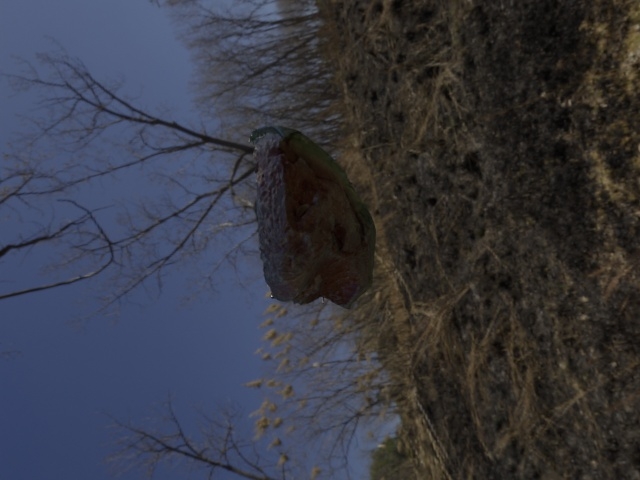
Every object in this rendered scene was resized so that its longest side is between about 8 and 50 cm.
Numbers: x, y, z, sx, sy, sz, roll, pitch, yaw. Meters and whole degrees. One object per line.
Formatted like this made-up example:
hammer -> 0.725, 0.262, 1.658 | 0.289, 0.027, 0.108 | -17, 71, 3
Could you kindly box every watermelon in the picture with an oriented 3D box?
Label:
watermelon -> 0.000, 0.000, 0.396 | 0.187, 0.071, 0.139 | 61, -154, -27
